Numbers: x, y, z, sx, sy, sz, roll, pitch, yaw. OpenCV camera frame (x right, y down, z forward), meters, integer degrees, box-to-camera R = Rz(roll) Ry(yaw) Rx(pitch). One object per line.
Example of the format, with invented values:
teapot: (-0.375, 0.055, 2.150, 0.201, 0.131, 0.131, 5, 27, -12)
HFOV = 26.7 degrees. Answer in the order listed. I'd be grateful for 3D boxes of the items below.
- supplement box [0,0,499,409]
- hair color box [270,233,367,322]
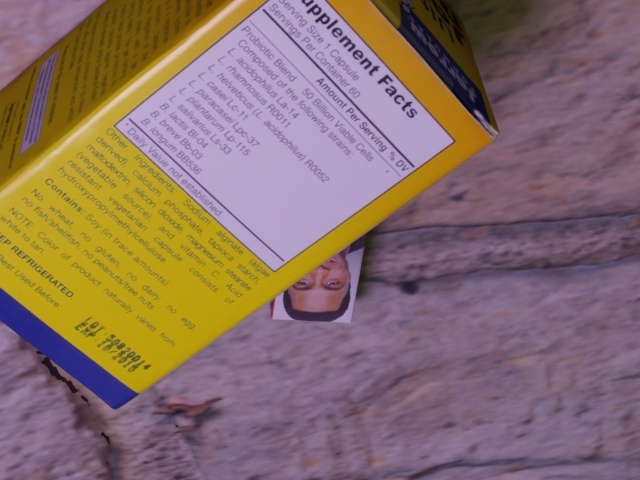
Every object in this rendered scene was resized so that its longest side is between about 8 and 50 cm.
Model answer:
supplement box: (-0.082, -0.080, 0.971, 0.356, 0.195, 0.194, -35, 120, 19)
hair color box: (0.000, 0.000, 1.121, 0.072, 0.043, 0.141, 3, 124, -8)
